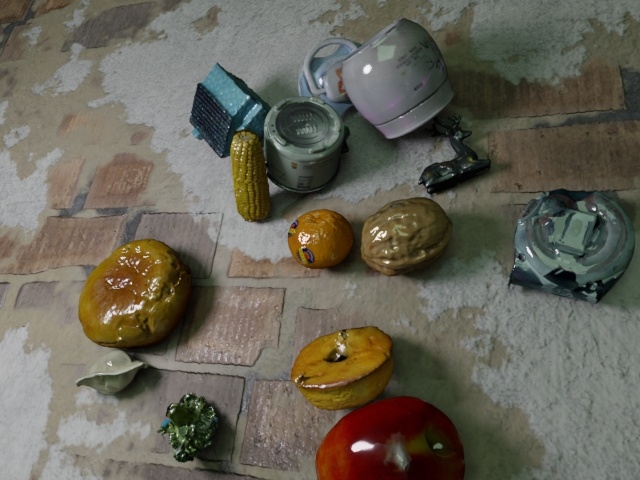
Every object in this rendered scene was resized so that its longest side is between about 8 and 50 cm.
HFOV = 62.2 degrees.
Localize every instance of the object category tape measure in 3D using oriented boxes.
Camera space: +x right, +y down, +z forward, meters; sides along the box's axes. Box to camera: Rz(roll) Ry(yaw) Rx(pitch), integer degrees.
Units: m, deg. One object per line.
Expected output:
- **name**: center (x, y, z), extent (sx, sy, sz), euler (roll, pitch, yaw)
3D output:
- **tape measure**: center (0.588, 0.010, 1.243), extent (0.257, 0.147, 0.274), euler (13, 71, 22)

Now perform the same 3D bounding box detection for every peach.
- **peach**: center (0.139, 0.491, 1.150), extent (0.338, 0.281, 0.281), euler (-44, 53, 35)

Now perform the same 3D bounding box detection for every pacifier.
- **pacifier**: center (0.043, -0.509, 1.667), extent (0.279, 0.227, 0.207), euler (-29, 15, -12)

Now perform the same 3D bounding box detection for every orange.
- **orange**: center (0.000, -0.002, 1.426), extent (0.178, 0.155, 0.177), euler (-20, 24, 9)

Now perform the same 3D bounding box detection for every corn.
- **corn**: center (-0.196, -0.170, 1.490), extent (0.106, 0.305, 0.106), euler (1, 51, -1)

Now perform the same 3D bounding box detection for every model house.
- **model house**: center (-0.275, -0.372, 1.692), extent (0.241, 0.226, 0.261), euler (-47, 56, 9)

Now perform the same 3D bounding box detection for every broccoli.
- **broccoli**: center (-0.335, 0.454, 1.318), extent (0.155, 0.160, 0.167), euler (3, 46, 38)

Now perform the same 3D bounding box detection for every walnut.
- **walnut**: center (0.217, -0.011, 1.346), extent (0.245, 0.198, 0.198), euler (-18, 61, 0)

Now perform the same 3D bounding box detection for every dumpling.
- **dumpling**: center (-0.575, 0.362, 1.443), extent (0.181, 0.155, 0.111), euler (-41, 84, -15)

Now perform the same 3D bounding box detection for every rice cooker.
- **rice cooker**: center (-0.053, -0.273, 1.540), extent (0.281, 0.227, 0.241), euler (-14, 65, -13)

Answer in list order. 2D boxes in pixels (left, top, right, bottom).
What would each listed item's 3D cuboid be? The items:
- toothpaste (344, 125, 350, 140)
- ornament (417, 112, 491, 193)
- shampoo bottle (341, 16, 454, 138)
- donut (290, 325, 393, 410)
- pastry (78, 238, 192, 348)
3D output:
- **toothpaste**: center (0.006, -0.354, 1.668), extent (0.179, 0.037, 0.043), euler (23, 71, 26)
- **ornament**: center (0.338, -0.259, 1.494), extent (0.202, 0.080, 0.236), euler (-21, 63, 4)
- **shampoo bottle**: center (0.214, -0.447, 1.479), extent (0.273, 0.266, 0.273), euler (-35, 18, 13)
- **donut**: center (0.054, 0.292, 1.240), extent (0.254, 0.253, 0.118), euler (-23, 105, 7)
- **pastry**: center (-0.534, 0.153, 1.526), extent (0.356, 0.164, 0.355), euler (-8, 65, 17)
